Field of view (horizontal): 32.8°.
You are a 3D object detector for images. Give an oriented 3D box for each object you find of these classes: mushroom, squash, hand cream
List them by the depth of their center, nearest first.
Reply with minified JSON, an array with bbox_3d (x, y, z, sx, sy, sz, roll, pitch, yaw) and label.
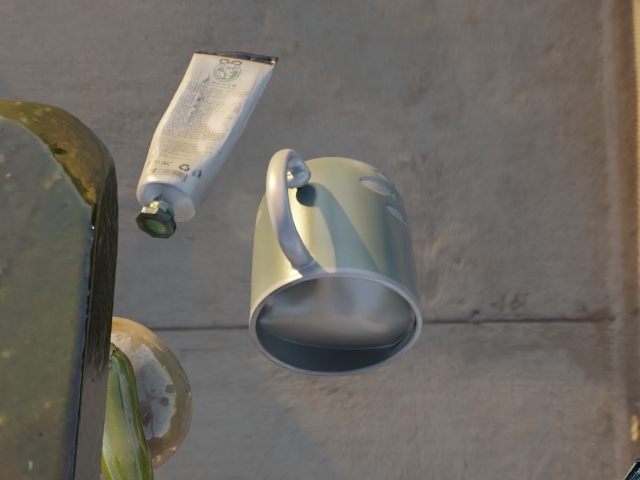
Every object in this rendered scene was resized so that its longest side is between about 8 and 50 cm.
[{"bbox_3d":[-0.186,0.180,1.014,0.052,0.052,0.183,-21,65,3],"label":"squash"},{"bbox_3d":[-0.161,-0.143,1.446,0.121,0.076,0.336,12,52,10],"label":"hand cream"},{"bbox_3d":[-0.274,0.214,1.506,0.226,0.178,0.226,11,109,35],"label":"mushroom"}]

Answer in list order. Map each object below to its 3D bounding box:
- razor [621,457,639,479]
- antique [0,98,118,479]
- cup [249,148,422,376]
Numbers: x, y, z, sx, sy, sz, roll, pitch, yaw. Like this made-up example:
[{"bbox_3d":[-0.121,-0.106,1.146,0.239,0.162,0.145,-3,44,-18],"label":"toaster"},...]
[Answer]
[{"bbox_3d":[0.517,0.352,1.325,0.324,0.056,0.093,10,41,42],"label":"razor"},{"bbox_3d":[-0.120,0.050,0.388,0.081,0.080,0.221,1,62,-5],"label":"antique"},{"bbox_3d":[0.000,0.000,1.677,0.259,0.356,0.274,-16,45,15],"label":"cup"}]
